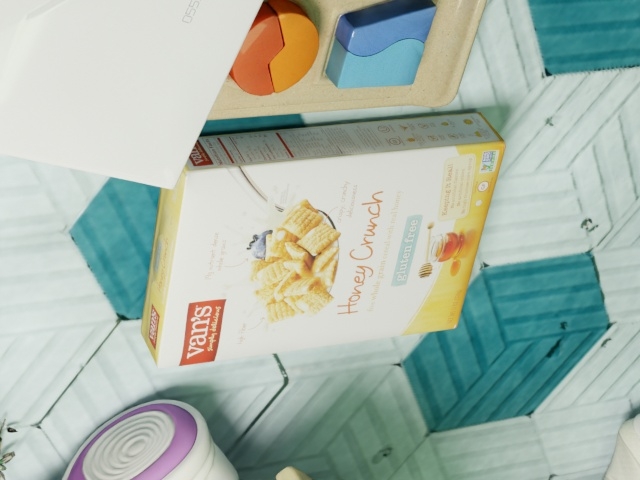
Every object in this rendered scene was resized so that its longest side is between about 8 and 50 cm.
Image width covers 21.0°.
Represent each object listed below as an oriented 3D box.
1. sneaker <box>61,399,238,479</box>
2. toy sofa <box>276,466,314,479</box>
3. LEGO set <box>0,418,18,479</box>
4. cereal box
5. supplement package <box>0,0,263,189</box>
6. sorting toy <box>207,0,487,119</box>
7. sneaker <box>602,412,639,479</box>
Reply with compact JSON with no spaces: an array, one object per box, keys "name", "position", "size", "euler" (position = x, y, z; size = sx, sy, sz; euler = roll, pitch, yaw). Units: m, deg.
[{"name":"sneaker","position":[-0.188,0.251,1.275],"size":[0.305,0.114,0.152],"euler":[-32,134,0]},{"name":"toy sofa","position":[-0.097,0.334,1.258],"size":[0.363,0.150,0.177],"euler":[-35,151,7]},{"name":"LEGO set","position":[-0.241,0.140,1.219],"size":[0.054,0.023,0.083],"euler":[-23,122,-43]},{"name":"cereal box","position":[0.000,0.000,1.211],"size":[0.240,0.047,0.173],"euler":[-8,130,-23]},{"name":"supplement package","position":[-0.134,-0.187,0.884],"size":[0.204,0.145,0.261],"euler":[12,113,-39]},{"name":"sorting toy","position":[0.022,-0.203,1.054],"size":[0.229,0.041,0.307],"euler":[-4,129,-26]},{"name":"sneaker","position":[0.282,0.273,1.568],"size":[0.118,0.110,0.292],"euler":[-15,133,-5]}]
